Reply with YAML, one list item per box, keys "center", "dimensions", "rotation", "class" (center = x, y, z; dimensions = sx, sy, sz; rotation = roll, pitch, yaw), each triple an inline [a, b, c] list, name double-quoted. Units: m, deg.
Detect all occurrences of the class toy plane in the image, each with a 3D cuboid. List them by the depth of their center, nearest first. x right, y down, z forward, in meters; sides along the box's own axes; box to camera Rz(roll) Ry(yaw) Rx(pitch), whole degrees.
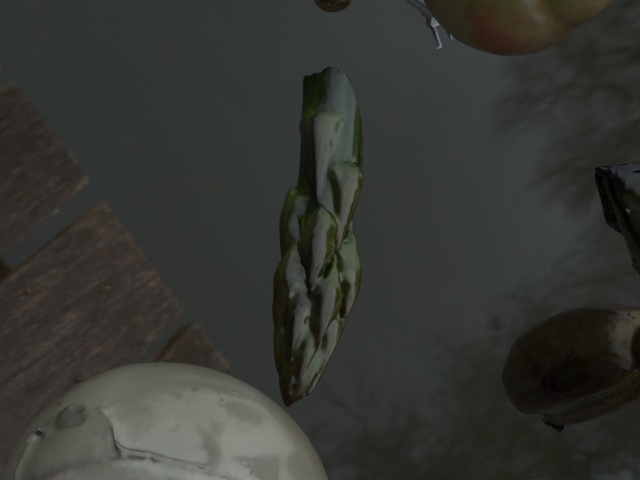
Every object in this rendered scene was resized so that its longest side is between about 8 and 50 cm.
- center: [0.215, -0.466, 2.058]
  dimensions: [0.171, 0.065, 0.162]
  rotation: [-114, -175, -46]
  class: "toy plane"

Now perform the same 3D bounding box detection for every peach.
- center: [0.262, -0.360, 1.286]
  dimensions: [0.292, 0.292, 0.247]
  rotation: [0, 42, -52]
  class: "peach"

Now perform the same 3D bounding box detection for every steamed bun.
- center: [-0.162, 0.287, 1.153]
  dimensions: [0.374, 0.374, 0.241]
  rotation: [49, 25, -22]
  class: "steamed bun"

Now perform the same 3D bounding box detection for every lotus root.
- center: [0.304, 0.140, 1.197]
  dimensions: [0.124, 0.241, 0.123]
  rotation: [15, 62, -25]
  class: "lotus root"

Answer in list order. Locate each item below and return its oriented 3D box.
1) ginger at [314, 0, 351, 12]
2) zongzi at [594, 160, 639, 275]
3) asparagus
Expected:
- center: [0.067, -0.405, 1.544]
  dimensions: [0.204, 0.104, 0.080]
  rotation: [-32, 91, -18]
  class: "ginger"
- center: [0.446, -0.007, 0.950]
  dimensions: [0.362, 0.383, 0.319]
  rotation: [-111, 179, -77]
  class: "zongzi"
- center: [0.000, 0.000, 0.893]
  dimensions: [0.080, 0.080, 0.287]
  rotation: [18, 78, -46]
  class: "asparagus"
